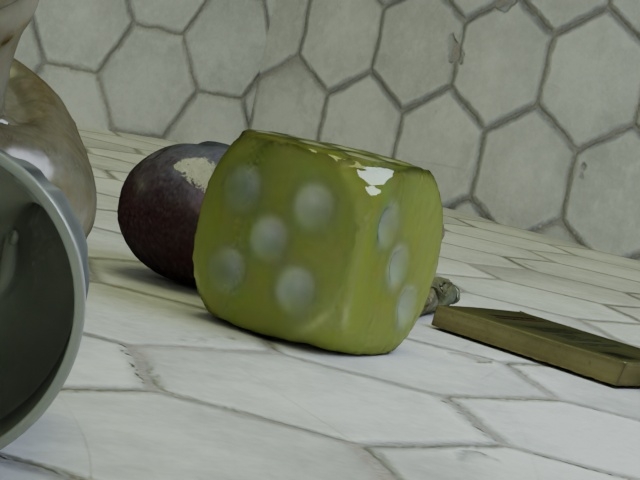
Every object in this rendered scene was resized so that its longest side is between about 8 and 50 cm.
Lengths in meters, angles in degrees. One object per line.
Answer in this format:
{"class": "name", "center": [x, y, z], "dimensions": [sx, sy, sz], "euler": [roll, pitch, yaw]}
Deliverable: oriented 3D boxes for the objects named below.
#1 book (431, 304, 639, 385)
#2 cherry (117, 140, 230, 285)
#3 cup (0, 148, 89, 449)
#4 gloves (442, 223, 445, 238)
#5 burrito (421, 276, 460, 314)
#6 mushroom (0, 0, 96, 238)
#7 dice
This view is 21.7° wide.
{"class": "book", "center": [0.247, 0.106, 1.683], "dimensions": [0.231, 0.026, 0.161], "euler": [17, 7, 41]}
{"class": "cherry", "center": [-0.109, -0.021, 1.647], "dimensions": [0.176, 0.140, 0.176], "euler": [27, 21, -11]}
{"class": "cup", "center": [-0.227, 0.017, 0.881], "dimensions": [0.221, 0.167, 0.202], "euler": [13, 3, -4]}
{"class": "gloves", "center": [0.026, 0.007, 1.719], "dimensions": [0.145, 0.126, 0.241], "euler": [22, -2, -24]}
{"class": "burrito", "center": [0.108, 0.058, 1.794], "dimensions": [0.055, 0.041, 0.149], "euler": [16, 5, 17]}
{"class": "mushroom", "center": [-0.277, -0.098, 1.191], "dimensions": [0.297, 0.290, 0.297], "euler": [27, 18, -10]}
{"class": "dice", "center": [0.000, 0.000, 1.478], "dimensions": [0.169, 0.169, 0.166], "euler": [15, 7, 28]}
